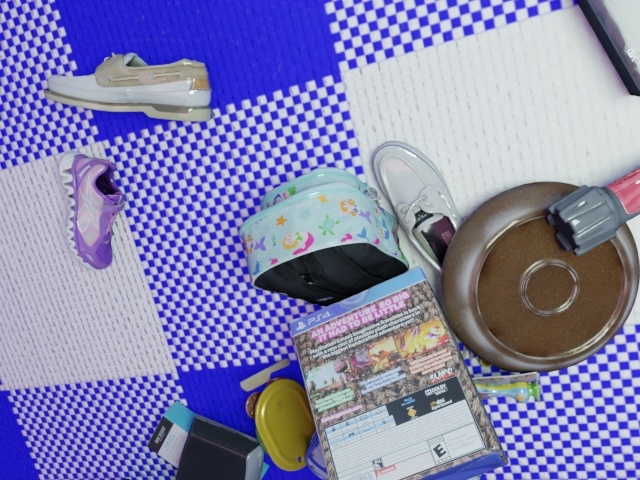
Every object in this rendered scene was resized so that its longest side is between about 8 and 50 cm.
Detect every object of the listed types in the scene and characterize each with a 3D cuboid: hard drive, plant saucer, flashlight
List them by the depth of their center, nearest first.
[{"bbox_3d":[0.457,-0.094,0.772,0.304,0.103,0.103,-30,99,5],"label":"flashlight"},{"bbox_3d":[0.342,0.067,0.881,0.310,0.050,0.311,0,102,-1],"label":"plant saucer"},{"bbox_3d":[-0.213,0.489,1.163,0.172,0.054,0.255,19,111,12],"label":"hard drive"}]

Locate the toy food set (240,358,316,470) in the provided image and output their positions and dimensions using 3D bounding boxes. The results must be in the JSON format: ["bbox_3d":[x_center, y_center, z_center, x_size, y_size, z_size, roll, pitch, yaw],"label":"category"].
[{"bbox_3d":[-0.085,0.338,1.125,0.071,0.128,0.218,-10,105,50],"label":"toy food set"}]

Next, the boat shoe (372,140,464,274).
[{"bbox_3d":[0.169,-0.040,0.932,0.096,0.088,0.268,-28,96,23],"label":"boat shoe"}]

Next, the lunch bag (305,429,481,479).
[{"bbox_3d":[0.130,0.409,1.048,0.303,0.115,0.243,30,129,10],"label":"lunch bag"}]

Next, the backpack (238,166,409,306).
[{"bbox_3d":[0.000,0.000,0.911,0.225,0.253,0.191,-22,73,23],"label":"backpack"}]

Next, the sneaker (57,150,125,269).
[{"bbox_3d":[-0.431,-0.056,1.125,0.104,0.095,0.237,-1,104,10],"label":"sneaker"}]

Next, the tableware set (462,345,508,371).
[{"bbox_3d":[0.295,0.148,0.982,0.104,0.024,0.154,6,107,16],"label":"tableware set"}]

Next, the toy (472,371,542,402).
[{"bbox_3d":[0.249,0.268,0.973,0.237,0.137,0.056,-12,59,18],"label":"toy"}]

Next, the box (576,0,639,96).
[{"bbox_3d":[0.437,-0.348,0.751,0.184,0.103,0.261,-31,94,26],"label":"box"}]

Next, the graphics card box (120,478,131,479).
[{"bbox_3d":[-0.314,0.634,1.210,0.370,0.233,0.094,23,76,10],"label":"graphics card box"}]

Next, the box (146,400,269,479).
[{"bbox_3d":[-0.239,0.456,1.225,0.244,0.060,0.101,33,112,6],"label":"box"}]

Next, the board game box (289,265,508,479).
[{"bbox_3d":[0.112,0.228,0.884,0.232,0.141,0.291,-24,56,10],"label":"board game box"}]

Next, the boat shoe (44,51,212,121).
[{"bbox_3d":[-0.337,-0.278,1.022,0.302,0.113,0.103,7,107,5],"label":"boat shoe"}]
